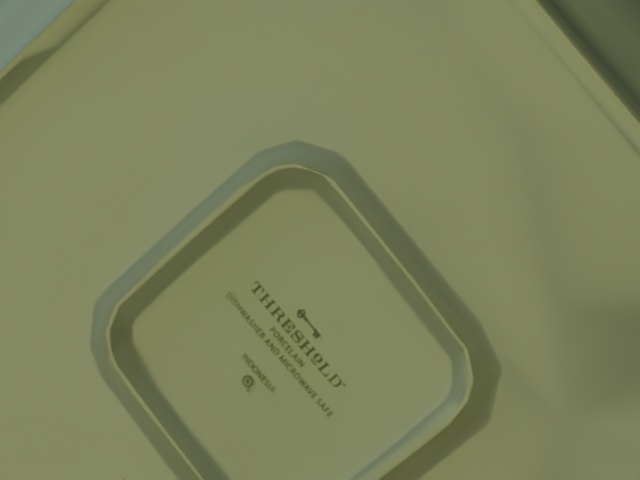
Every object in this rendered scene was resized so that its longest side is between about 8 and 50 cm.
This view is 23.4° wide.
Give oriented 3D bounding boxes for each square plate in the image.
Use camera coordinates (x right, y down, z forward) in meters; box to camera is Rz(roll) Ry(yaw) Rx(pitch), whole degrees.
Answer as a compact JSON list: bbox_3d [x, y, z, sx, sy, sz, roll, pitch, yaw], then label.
[{"bbox_3d":[-0.003,0.037,0.500,0.344,0.049,0.347,-41,83,15],"label":"square plate"}]
